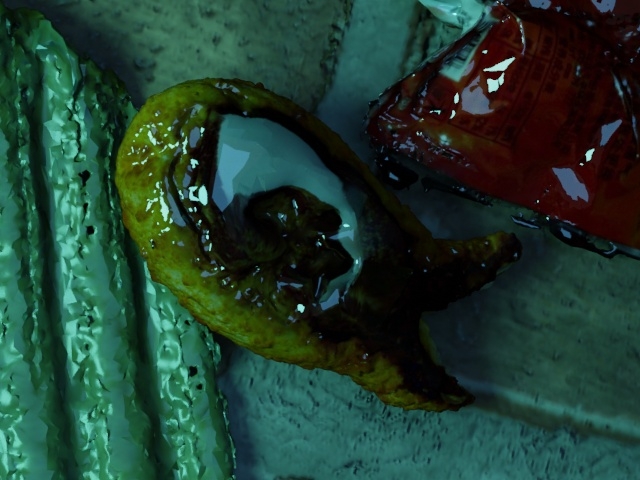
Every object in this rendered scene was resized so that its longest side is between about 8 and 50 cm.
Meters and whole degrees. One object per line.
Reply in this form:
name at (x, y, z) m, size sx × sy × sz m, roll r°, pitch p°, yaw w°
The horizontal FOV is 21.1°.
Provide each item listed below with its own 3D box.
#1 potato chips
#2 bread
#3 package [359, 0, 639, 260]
potato chips at (-0.224, 0.065, 0.954) m, size 0.359 × 0.070 × 0.429 m, roll -7°, pitch 89°, yaw -25°
bread at (-0.006, 0.006, 1.006) m, size 0.269 × 0.095 × 0.139 m, roll 31°, pitch 79°, yaw -30°
package at (0.159, -0.094, 1.072) m, size 0.269 × 0.071 × 0.194 m, roll 14°, pitch 94°, yaw -13°
